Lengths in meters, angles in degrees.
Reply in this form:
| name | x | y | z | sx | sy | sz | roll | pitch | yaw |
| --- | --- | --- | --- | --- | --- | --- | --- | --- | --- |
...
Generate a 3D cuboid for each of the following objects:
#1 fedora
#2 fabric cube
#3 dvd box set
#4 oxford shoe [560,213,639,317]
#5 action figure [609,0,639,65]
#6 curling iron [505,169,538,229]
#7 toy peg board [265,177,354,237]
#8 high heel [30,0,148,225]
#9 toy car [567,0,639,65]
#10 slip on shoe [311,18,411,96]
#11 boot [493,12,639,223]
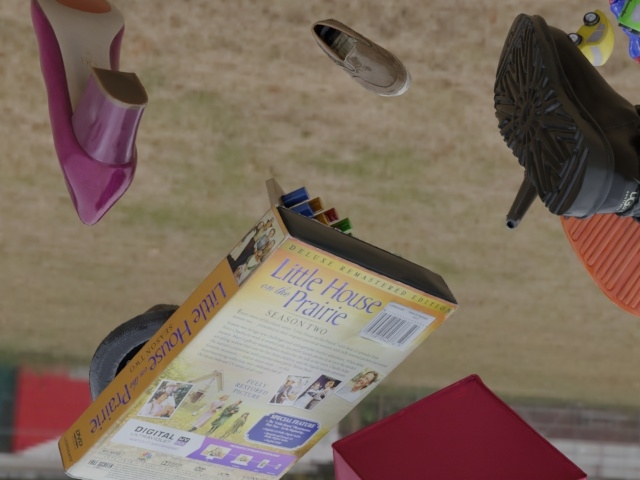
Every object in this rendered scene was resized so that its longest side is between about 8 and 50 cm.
| name | x | y | z | sx | sy | sz | roll | pitch | yaw |
| --- | --- | --- | --- | --- | --- | --- | --- | --- | --- |
| fedora | -0.218 | 0.217 | 1.961 | 0.334 | 0.334 | 0.152 | 4 | -149 | -6 |
| fabric cube | 0.192 | 0.393 | 1.649 | 0.259 | 0.258 | 0.254 | -22 | -143 | -22 |
| dvd box set | -0.074 | 0.159 | 1.431 | 0.307 | 0.062 | 0.420 | 21 | 120 | -43 |
| oxford shoe | 0.465 | 0.043 | 1.516 | 0.132 | 0.363 | 0.130 | -27 | 155 | -52 |
| action figure | 0.565 | -0.428 | 2.097 | 0.091 | 0.280 | 0.139 | -40 | -176 | -39 |
| curling iron | 0.296 | -0.103 | 1.645 | 0.035 | 0.274 | 0.068 | -18 | 119 | 40 |
| toy peg board | 0.000 | 0.000 | 1.704 | 0.079 | 0.161 | 0.161 | -24 | 140 | 10 |
| high heel | -0.317 | -0.192 | 1.503 | 0.127 | 0.181 | 0.377 | 9 | -148 | -27 |
| toy car | 0.447 | -0.333 | 1.695 | 0.053 | 0.239 | 0.225 | 34 | -162 | 32 |
| slip on shoe | 0.045 | -0.213 | 1.367 | 0.135 | 0.051 | 0.041 | 43 | -166 | 20 |
| boot | 0.362 | -0.128 | 1.405 | 0.260 | 0.348 | 0.131 | 6 | 133 | -18 |
